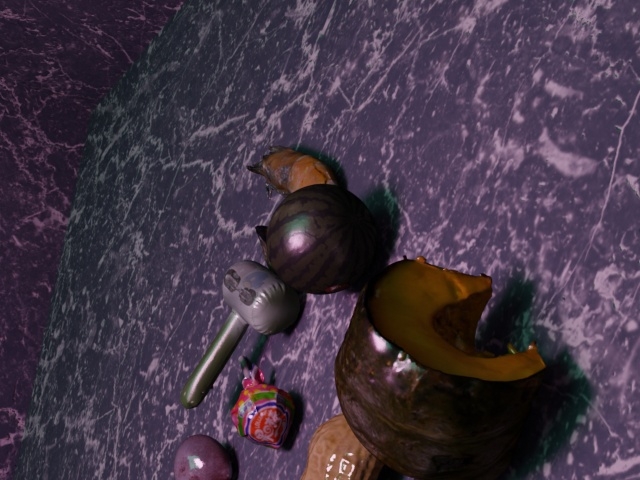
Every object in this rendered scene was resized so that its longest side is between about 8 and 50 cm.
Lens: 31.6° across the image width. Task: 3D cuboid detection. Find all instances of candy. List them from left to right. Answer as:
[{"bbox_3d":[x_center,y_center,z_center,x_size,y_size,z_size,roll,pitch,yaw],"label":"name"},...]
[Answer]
[{"bbox_3d":[-0.133,0.303,2.278,0.124,0.124,0.365,-65,15,9],"label":"candy"}]

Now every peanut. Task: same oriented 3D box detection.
[{"bbox_3d":[0.040,0.383,1.859,0.196,0.110,0.233,2,76,62],"label":"peanut"}]

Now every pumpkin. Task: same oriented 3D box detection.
[{"bbox_3d":[0.155,0.188,1.610,0.303,0.256,0.226,-115,27,-57],"label":"pumpkin"}]

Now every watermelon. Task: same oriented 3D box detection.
[{"bbox_3d":[0.000,0.000,2.096,0.212,0.212,0.212,-42,37,43],"label":"watermelon"}]

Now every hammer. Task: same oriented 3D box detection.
[{"bbox_3d":[-0.184,0.209,2.341,0.336,0.119,0.206,-58,30,1],"label":"hammer"}]

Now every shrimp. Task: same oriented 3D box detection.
[{"bbox_3d":[-0.078,-0.074,2.456,0.445,0.085,0.272,43,116,57],"label":"shrimp"}]

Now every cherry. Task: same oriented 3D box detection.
[{"bbox_3d":[-0.245,0.498,2.335,0.148,0.115,0.188,8,85,24],"label":"cherry"}]

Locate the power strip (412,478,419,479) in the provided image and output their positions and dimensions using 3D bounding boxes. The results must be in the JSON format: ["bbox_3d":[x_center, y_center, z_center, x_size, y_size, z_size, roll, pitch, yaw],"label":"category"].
[{"bbox_3d":[0.145,0.405,1.722,0.111,0.038,0.029,-65,25,8],"label":"power strip"}]
